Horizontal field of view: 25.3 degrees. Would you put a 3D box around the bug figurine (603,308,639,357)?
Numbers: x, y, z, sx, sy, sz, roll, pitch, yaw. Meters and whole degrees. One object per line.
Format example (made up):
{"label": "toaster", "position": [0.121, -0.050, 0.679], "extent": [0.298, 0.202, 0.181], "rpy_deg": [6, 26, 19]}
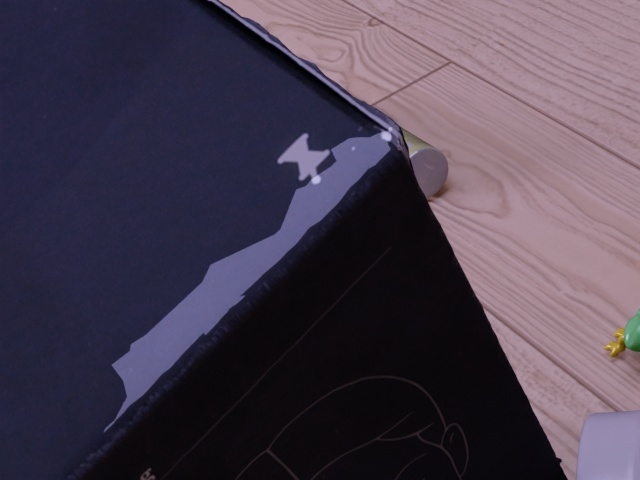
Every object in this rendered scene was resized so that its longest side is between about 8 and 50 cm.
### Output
{"label": "bug figurine", "position": [0.389, 0.052, 1.280], "extent": [0.279, 0.072, 0.216], "rpy_deg": [20, 50, 41]}

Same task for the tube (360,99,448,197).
{"label": "tube", "position": [0.066, -0.114, 1.672], "extent": [0.070, 0.062, 0.240], "rpy_deg": [15, 13, -32]}

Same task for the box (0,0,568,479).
{"label": "box", "position": [-0.134, 0.161, 0.894], "extent": [0.480, 0.472, 0.297], "rpy_deg": [-45, 56, -9]}

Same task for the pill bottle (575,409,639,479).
{"label": "pill bottle", "position": [0.368, 0.198, 0.972], "extent": [0.363, 0.210, 0.210], "rpy_deg": [-4, 38, 19]}
